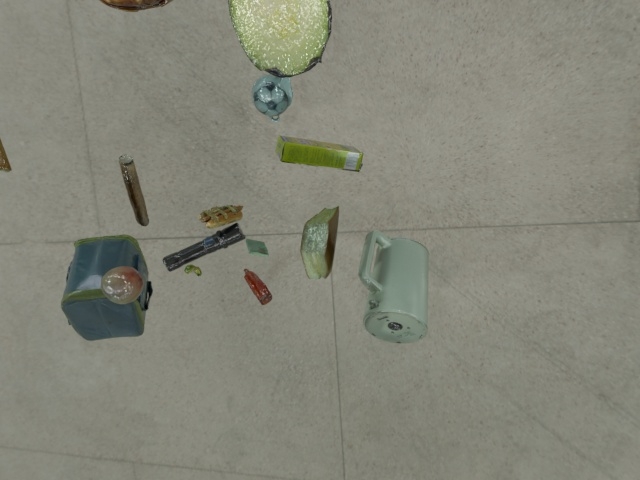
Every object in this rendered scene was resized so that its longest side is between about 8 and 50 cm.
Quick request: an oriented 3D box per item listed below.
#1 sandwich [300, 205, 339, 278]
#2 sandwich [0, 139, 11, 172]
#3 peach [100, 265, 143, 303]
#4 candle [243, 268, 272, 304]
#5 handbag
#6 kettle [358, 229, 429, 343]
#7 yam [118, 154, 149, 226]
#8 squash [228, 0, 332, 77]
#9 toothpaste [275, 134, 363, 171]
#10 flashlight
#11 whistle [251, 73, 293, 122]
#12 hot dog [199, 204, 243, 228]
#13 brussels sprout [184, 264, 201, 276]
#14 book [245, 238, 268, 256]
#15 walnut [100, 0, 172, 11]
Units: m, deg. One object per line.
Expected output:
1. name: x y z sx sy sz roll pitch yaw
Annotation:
1. sandwich: 0.000 0.000 1.345 0.094 0.096 0.257 3 79 28
2. sandwich: -1.009 -0.283 1.192 0.155 0.198 0.227 14 64 41
3. peach: -0.414 0.092 0.851 0.083 0.083 0.083 2 99 13
4. candle: -0.183 0.123 1.165 0.162 0.048 0.053 44 128 45
5. handbag: -0.639 0.147 1.232 0.223 0.241 0.263 -7 139 -10
6. kettle: 0.240 0.153 1.376 0.265 0.318 0.205 18 142 -1
7. yam: -0.580 -0.147 1.265 0.046 0.046 0.263 19 136 9
8. squash: -0.077 -0.424 0.796 0.192 0.085 0.184 -15 125 -7
9. toothpaste: -0.003 -0.334 1.555 0.328 0.110 0.077 4 118 -20
10. flashlight: -0.582 0.040 2.018 0.424 0.103 0.103 -26 93 -3
11. whistle: -0.183 -0.568 1.486 0.164 0.163 0.289 8 134 12
12. hot dog: -0.481 -0.125 1.989 0.109 0.270 0.072 37 125 21
13. brussels sprout: -0.621 0.145 1.976 0.046 0.083 0.050 -7 69 51
14. book: -0.305 0.034 1.954 0.103 0.135 0.017 13 113 -24
15. walnut: -0.352 -0.500 0.772 0.207 0.116 0.115 -19 95 -14
